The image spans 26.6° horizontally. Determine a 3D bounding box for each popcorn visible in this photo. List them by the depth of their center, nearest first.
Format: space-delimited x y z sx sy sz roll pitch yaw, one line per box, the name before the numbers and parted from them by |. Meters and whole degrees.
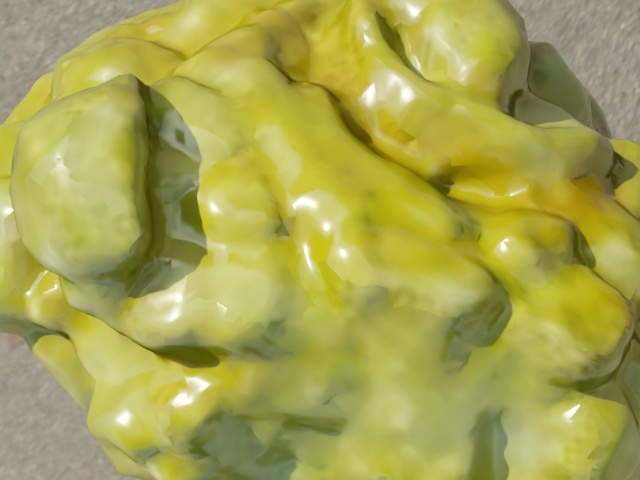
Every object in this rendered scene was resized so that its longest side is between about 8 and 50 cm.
popcorn | 0.000 0.000 0.509 0.250 0.242 0.235 27 105 -15
